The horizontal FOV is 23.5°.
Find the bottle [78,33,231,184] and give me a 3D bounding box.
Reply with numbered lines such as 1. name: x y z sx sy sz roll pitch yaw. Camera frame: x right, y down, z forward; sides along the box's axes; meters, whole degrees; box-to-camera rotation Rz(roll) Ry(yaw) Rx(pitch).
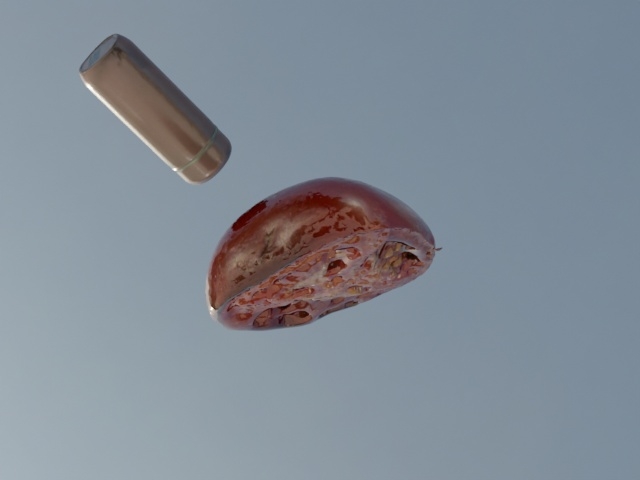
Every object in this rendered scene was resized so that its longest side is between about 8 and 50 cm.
1. bottle: -0.135 -0.107 1.270 0.053 0.053 0.140 -32 -64 27

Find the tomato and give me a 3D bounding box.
1. tomato: -0.003 0.004 1.162 0.166 0.174 0.082 -29 -111 17
